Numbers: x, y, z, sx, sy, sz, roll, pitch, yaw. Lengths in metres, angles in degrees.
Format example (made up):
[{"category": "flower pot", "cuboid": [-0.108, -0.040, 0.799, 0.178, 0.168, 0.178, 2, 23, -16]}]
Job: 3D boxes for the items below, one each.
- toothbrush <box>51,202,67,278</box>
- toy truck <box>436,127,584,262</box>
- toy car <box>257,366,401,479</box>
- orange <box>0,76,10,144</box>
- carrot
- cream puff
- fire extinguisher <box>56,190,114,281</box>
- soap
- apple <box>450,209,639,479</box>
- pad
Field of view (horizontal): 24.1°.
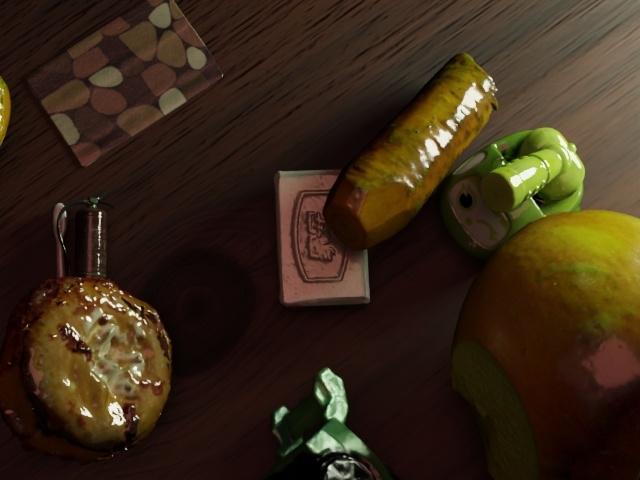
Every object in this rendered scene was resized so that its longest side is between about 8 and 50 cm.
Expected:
[{"category": "toothbrush", "cuboid": [-0.343, 0.093, 1.997, 0.021, 0.024, 0.288, -3, 81, 2]}, {"category": "toy truck", "cuboid": [0.261, -0.072, 1.948, 0.187, 0.210, 0.148, -29, 79, -24]}, {"category": "toy car", "cuboid": [0.045, 0.358, 1.859, 0.358, 0.213, 0.176, 47, 48, 5]}, {"category": "orange", "cuboid": [-0.516, -0.181, 1.980, 0.237, 0.158, 0.179, 31, 74, 9]}, {"category": "carrot", "cuboid": [0.122, -0.114, 1.959, 0.114, 0.114, 0.302, 39, 65, 7]}, {"category": "cream puff", "cuboid": [-0.306, 0.166, 1.898, 0.240, 0.164, 0.240, 14, 69, -42]}, {"category": "fire extinguisher", "cuboid": [-0.313, 0.007, 1.998, 0.078, 0.045, 0.157, 5, 78, -24]}, {"category": "soap", "cuboid": [0.000, 0.000, 1.994, 0.121, 0.064, 0.183, -3, 79, -3]}, {"category": "apple", "cuboid": [0.327, 0.153, 1.854, 0.374, 0.374, 0.384, 38, 120, 7]}, {"category": "pad", "cuboid": [-0.270, -0.225, 2.069, 0.235, 0.003, 0.158, -33, 81, -7]}]
